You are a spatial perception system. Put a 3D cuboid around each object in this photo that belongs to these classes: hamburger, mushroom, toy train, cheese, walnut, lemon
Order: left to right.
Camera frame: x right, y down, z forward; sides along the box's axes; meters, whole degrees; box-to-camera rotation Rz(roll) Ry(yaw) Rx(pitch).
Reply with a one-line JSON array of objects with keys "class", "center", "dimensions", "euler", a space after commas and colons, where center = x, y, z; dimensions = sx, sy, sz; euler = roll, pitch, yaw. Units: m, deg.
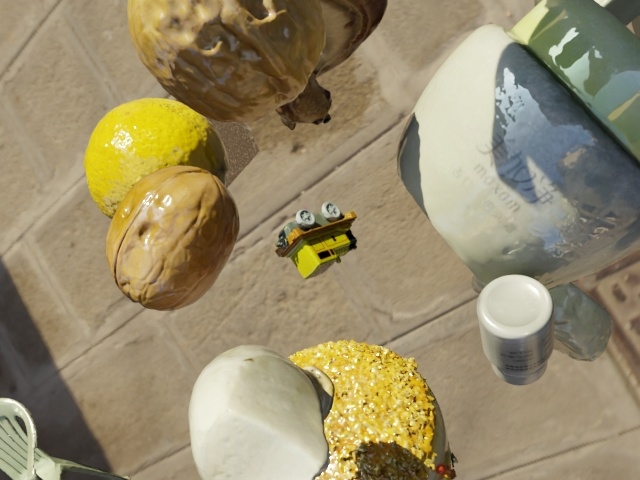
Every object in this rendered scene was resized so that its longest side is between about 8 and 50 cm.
[{"class": "lemon", "center": [-0.321, -0.146, 1.467], "dimensions": [0.293, 0.293, 0.293], "euler": [10, 111, 26]}, {"class": "walnut", "center": [-0.203, -0.003, 1.017], "dimensions": [0.167, 0.167, 0.207], "euler": [32, 91, 17]}, {"class": "walnut", "center": [-0.097, -0.228, 0.803], "dimensions": [0.213, 0.213, 0.213], "euler": [10, 111, 26]}, {"class": "mushroom", "center": [-0.043, 0.135, 0.619], "dimensions": [0.118, 0.270, 0.103], "euler": [37, 94, 1]}, {"class": "mushroom", "center": [-0.051, -0.355, 1.215], "dimensions": [0.345, 0.345, 0.260], "euler": [-22, 64, 33]}, {"class": "toy train", "center": [0.000, 0.000, 1.526], "dimensions": [0.127, 0.219, 0.089], "euler": [57, 134, 14]}, {"class": "hamburger", "center": [0.022, 0.255, 0.897], "dimensions": [0.276, 0.179, 0.294], "euler": [-33, 48, -3]}, {"class": "cheese", "center": [0.478, 0.139, 1.637], "dimensions": [0.318, 0.326, 0.115], "euler": [37, 88, -14]}]

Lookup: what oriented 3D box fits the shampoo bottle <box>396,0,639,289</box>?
[{"class": "shampoo bottle", "center": [0.266, -0.107, 0.904], "dimensions": [0.317, 0.322, 0.322], "euler": [-43, 83, 22]}]

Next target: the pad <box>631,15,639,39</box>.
[{"class": "pad", "center": [0.723, -0.470, 1.588], "dimensions": [0.112, 0.003, 0.157], "euler": [-10, 73, 12]}]

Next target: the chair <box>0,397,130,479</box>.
[{"class": "chair", "center": [-0.456, 0.402, 1.188], "dimensions": [0.203, 0.190, 0.274], "euler": [-34, 125, 16]}]

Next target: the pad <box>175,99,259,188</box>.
[{"class": "pad", "center": [-0.297, -0.323, 2.093], "dimensions": [0.220, 0.004, 0.330], "euler": [-41, 71, 41]}]

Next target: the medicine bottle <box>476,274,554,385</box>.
[{"class": "medicine bottle", "center": [0.220, 0.104, 0.831], "dimensions": [0.080, 0.080, 0.130], "euler": [12, 149, 26]}]

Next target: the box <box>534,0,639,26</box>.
[{"class": "box", "center": [0.529, -0.466, 1.422], "dimensions": [0.210, 0.148, 0.129], "euler": [-41, 60, 14]}]
